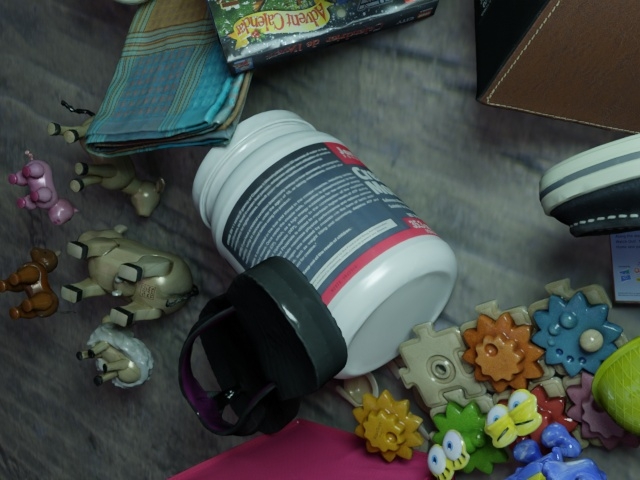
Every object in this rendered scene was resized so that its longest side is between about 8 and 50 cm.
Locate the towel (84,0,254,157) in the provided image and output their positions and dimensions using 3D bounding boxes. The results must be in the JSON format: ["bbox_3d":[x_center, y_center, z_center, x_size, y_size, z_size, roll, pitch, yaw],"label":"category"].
[{"bbox_3d":[-0.153,-0.279,1.089,0.271,0.040,0.370,-1,68,43],"label":"towel"}]

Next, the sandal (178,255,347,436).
[{"bbox_3d":[-0.093,0.132,0.965,0.167,0.107,0.446,54,159,10],"label":"sandal"}]

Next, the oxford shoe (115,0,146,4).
[{"bbox_3d":[-0.285,-0.498,1.221,0.169,0.130,0.449,-30,66,13],"label":"oxford shoe"}]

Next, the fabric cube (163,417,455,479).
[{"bbox_3d":[-0.008,0.385,1.019,0.259,0.254,0.258,6,103,43],"label":"fabric cube"}]

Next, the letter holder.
[{"bbox_3d":[0.277,-0.230,0.688,0.302,0.214,0.152,120,158,-59],"label":"letter holder"}]

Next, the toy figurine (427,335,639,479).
[{"bbox_3d":[0.216,0.253,0.772,0.191,0.217,0.362,46,129,-2],"label":"toy figurine"}]

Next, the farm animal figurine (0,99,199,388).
[{"bbox_3d":[-0.309,0.006,1.330,0.327,0.172,0.330,38,114,19],"label":"farm animal figurine"}]

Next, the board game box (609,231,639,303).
[{"bbox_3d":[0.375,-0.017,0.744,0.281,0.027,0.145,-2,97,44],"label":"board game box"}]

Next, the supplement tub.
[{"bbox_3d":[0.000,0.000,0.996,0.272,0.191,0.191,47,126,28],"label":"supplement tub"}]

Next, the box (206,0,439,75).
[{"bbox_3d":[-0.010,-0.286,0.952,0.044,0.233,0.159,95,157,-81],"label":"box"}]

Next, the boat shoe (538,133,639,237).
[{"bbox_3d":[0.379,-0.008,0.599,0.500,0.187,0.156,3,93,39],"label":"boat shoe"}]

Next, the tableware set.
[{"bbox_3d":[0.092,0.176,1.057,0.141,0.020,0.168,45,125,30],"label":"tableware set"}]

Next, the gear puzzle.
[{"bbox_3d":[0.159,0.160,0.917,0.339,0.044,0.175,-23,95,36],"label":"gear puzzle"}]
